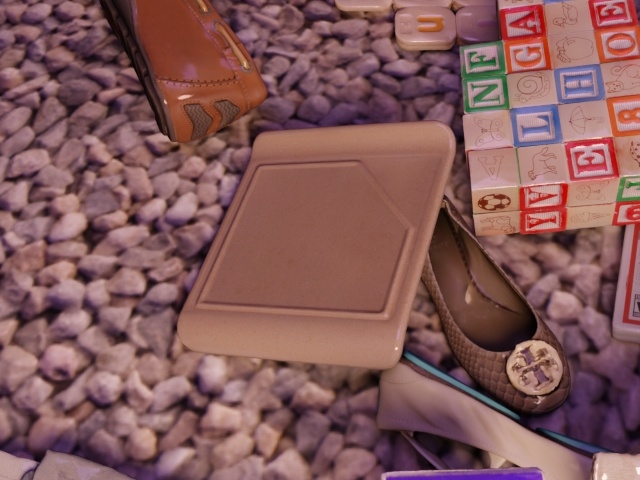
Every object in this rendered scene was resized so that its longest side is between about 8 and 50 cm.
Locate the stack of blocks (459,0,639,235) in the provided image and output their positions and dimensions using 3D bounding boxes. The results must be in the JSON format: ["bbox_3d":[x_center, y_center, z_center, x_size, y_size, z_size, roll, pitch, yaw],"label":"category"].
[{"bbox_3d":[0.227,-0.159,0.807,0.171,0.087,0.297,-4,61,12],"label":"stack of blocks"}]

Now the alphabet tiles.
[{"bbox_3d":[0.156,-0.338,0.991,0.278,0.021,0.284,-1,57,2],"label":"alphabet tiles"}]

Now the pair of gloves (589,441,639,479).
[{"bbox_3d":[0.274,0.232,0.535,0.204,0.042,0.240,-7,98,-3],"label":"pair of gloves"}]

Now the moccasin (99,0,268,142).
[{"bbox_3d":[-0.170,-0.285,0.901,0.147,0.139,0.380,-22,60,-13],"label":"moccasin"}]

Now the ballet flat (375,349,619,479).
[{"bbox_3d":[0.155,0.171,0.641,0.248,0.086,0.086,24,61,18],"label":"ballet flat"}]

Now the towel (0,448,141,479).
[{"bbox_3d":[-0.177,0.320,0.556,0.312,0.056,0.324,12,60,12],"label":"towel"}]

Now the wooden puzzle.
[{"bbox_3d":[0.000,0.000,0.738,0.221,0.044,0.239,0,58,29],"label":"wooden puzzle"}]

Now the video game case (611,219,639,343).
[{"bbox_3d":[0.393,-0.020,0.753,0.204,0.025,0.285,8,58,21],"label":"video game case"}]

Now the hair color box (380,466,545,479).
[{"bbox_3d":[0.092,0.326,0.472,0.110,0.185,0.339,-1,57,3],"label":"hair color box"}]

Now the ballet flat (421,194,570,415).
[{"bbox_3d":[0.138,0.042,0.726,0.084,0.058,0.250,-22,59,-11],"label":"ballet flat"}]
